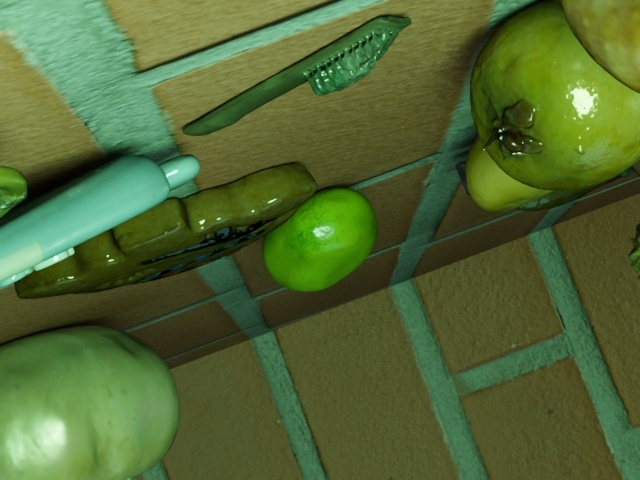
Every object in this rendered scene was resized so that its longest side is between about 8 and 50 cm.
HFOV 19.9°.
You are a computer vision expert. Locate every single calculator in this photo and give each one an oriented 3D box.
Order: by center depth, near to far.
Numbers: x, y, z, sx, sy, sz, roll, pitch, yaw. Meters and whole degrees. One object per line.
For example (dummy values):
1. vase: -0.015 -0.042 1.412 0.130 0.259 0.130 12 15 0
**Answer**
1. calculator: -0.205 0.003 1.214 0.303 0.042 0.188 -33 -172 -41

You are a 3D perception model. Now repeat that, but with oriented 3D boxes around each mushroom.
1. mushroom: -0.340 0.258 2.135 0.325 0.353 0.353 20 151 -30

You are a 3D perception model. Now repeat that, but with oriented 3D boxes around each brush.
1. brush: -0.016 -0.100 1.206 0.190 0.027 0.034 -24 171 37

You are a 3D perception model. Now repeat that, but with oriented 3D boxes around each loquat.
1. loquat: 0.177 -0.104 1.291 0.163 0.137 0.163 -16 -170 3

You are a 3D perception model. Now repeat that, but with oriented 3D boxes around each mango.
1. mango: 0.005 -0.002 1.843 0.117 0.089 0.163 -18 173 -26

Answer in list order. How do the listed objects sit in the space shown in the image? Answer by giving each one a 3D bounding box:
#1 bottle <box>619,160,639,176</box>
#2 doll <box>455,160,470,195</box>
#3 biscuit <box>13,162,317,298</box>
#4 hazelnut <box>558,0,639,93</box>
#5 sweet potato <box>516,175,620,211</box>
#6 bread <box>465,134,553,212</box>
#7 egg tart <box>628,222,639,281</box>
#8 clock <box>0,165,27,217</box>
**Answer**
1. bottle: 0.288 -0.134 1.423 0.156 0.143 0.271 -62 -173 -21
2. doll: 0.195 -0.091 1.901 0.115 0.050 0.190 -31 169 4
3. biscuit: -0.123 0.002 1.662 0.278 0.043 0.301 -21 174 7
4. hazelnut: 0.209 -0.158 1.044 0.150 0.150 0.150 -20 174 -2
5. sweet potato: 0.299 -0.095 1.914 0.273 0.075 0.075 -29 176 -15
6. bread: 0.264 -0.118 1.659 0.305 0.091 0.142 -26 -170 40
7. egg tart: 0.424 -0.060 1.503 0.388 0.169 0.388 -46 -179 1
8. clock: -0.278 -0.007 1.005 0.237 0.057 0.237 -23 176 -2
